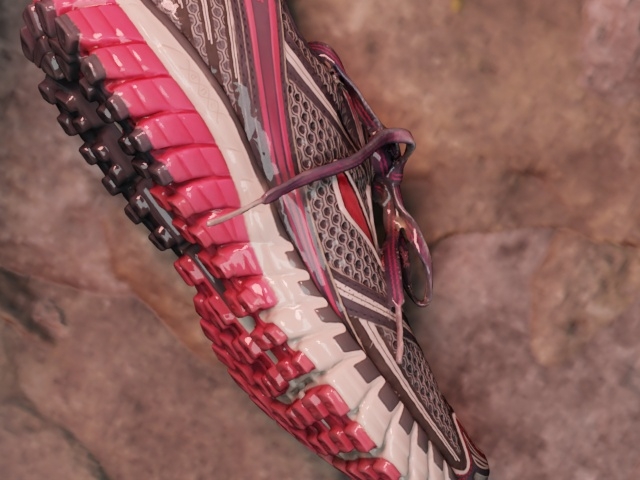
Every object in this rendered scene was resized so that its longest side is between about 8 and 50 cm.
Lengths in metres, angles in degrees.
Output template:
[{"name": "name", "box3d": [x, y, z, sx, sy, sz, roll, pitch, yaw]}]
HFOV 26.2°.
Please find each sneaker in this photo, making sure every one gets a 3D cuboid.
[{"name": "sneaker", "box3d": [0.000, 0.000, 0.593, 0.112, 0.121, 0.299, -38, 112, -19]}]
